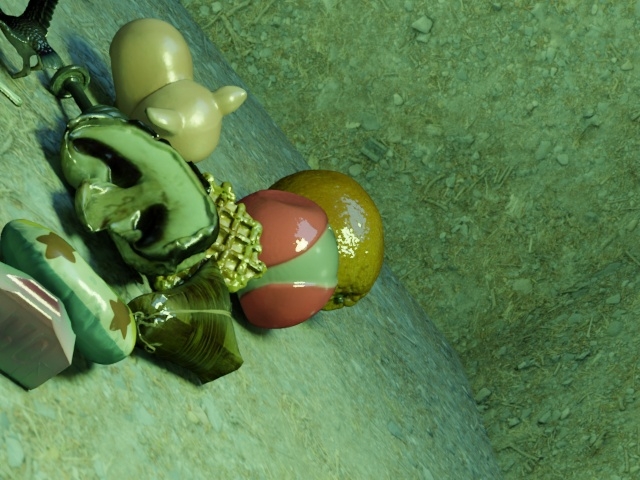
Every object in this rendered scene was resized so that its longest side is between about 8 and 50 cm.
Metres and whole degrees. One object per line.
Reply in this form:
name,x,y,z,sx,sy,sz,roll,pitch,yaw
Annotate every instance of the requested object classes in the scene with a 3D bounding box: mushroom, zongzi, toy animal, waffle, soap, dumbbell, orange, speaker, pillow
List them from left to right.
toy animal,-0.537,-0.361,1.476,0.272,0.197,0.160,-39,120,-43
soap,-0.354,0.096,0.987,0.149,0.100,0.056,48,14,-33
pillow,-0.333,0.068,1.120,0.233,0.086,0.214,50,-17,-15
dumbbell,-0.444,-0.260,1.591,0.255,0.110,0.110,55,11,23
mushroom,-0.312,-0.064,1.427,0.344,0.130,0.247,42,43,21
toy animal,-0.326,-0.304,1.790,0.237,0.269,0.327,-21,110,-38
zongzi,-0.236,0.086,1.380,0.247,0.111,0.241,38,33,-51
waffle,-0.230,-0.010,1.568,0.291,0.051,0.291,15,56,-24
speaker,-0.091,0.046,1.791,0.294,0.294,0.294,52,13,-17
orange,0.000,0.000,2.117,0.322,0.322,0.357,36,34,-57

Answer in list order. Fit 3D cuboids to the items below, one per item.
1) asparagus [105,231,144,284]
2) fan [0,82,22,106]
asparagus,-0.332,0.029,1.446,0.114,0.014,0.015,56,-9,6
fan,-0.575,-0.295,1.389,0.226,0.008,0.153,45,16,-37
